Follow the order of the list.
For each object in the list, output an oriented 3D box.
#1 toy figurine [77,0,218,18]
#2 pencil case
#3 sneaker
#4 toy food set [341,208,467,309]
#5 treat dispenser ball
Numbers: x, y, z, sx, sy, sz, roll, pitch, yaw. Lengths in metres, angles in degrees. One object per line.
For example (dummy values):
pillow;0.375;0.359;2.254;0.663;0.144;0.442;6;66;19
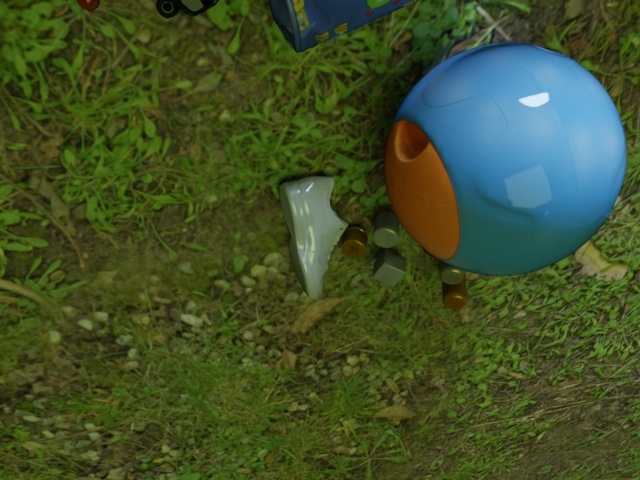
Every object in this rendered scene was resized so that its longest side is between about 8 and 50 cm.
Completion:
toy figurine;-0.181;-0.327;0.504;0.213;0.148;0.209;1;117;-13
pencil case;0.082;-0.324;0.583;0.306;0.119;0.133;-24;150;2
sneaker;0.000;0.000;0.817;0.094;0.080;0.212;-18;126;-16
toy food set;0.153;0.010;0.869;0.232;0.104;0.111;24;130;-8
treat dispenser ball;0.225;-0.099;0.675;0.288;0.288;0.288;-7;125;-10
